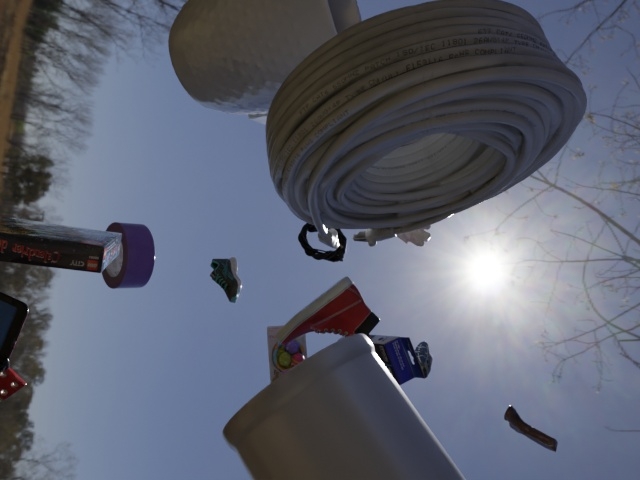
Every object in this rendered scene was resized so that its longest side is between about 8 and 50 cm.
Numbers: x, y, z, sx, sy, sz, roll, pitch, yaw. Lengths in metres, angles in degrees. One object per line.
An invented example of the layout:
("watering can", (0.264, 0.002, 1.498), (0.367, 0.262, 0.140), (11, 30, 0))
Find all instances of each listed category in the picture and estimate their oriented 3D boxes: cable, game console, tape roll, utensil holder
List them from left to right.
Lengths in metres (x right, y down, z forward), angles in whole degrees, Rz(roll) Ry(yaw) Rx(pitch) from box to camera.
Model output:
("game console", (-0.485, 0.123, 0.635), (0.144, 0.124, 0.085), (18, -64, 16))
("tape roll", (-0.555, 0.043, 1.388), (0.189, 0.080, 0.188), (-2, -93, 44))
("cable", (0.000, 0.000, 1.612), (0.185, 0.047, 0.150), (17, -48, 27))
("utensil holder", (0.062, 0.419, 0.862), (0.385, 0.328, 0.327), (53, -50, 21))
("cable", (0.082, -0.087, 0.421), (0.257, 0.257, 0.089), (-17, -110, 14))

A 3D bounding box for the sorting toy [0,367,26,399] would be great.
("sorting toy", (-0.600, 0.181, 0.752), (0.132, 0.274, 0.046), (-32, -164, 5))

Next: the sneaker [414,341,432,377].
("sneaker", (0.373, 0.421, 1.732), (0.052, 0.058, 0.135), (9, -73, 40))

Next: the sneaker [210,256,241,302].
("sneaker", (-0.263, 0.107, 1.317), (0.064, 0.076, 0.166), (-66, -150, 28))

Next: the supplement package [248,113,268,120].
("supplement package", (-0.094, -0.467, 1.317), (0.198, 0.200, 0.262), (-37, 120, -78))

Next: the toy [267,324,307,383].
("toy", (-0.095, 0.394, 1.572), (0.056, 0.137, 0.237), (-19, -108, 61))

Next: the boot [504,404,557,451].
("boot", (0.485, 0.433, 1.108), (0.037, 0.106, 0.114), (-49, -140, -14))

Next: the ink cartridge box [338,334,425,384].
("ink cartridge box", (0.210, 0.424, 1.746), (0.333, 0.065, 0.165), (-13, -79, 53))

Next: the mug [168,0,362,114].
("mug", (-0.087, -0.383, 0.964), (0.329, 0.374, 0.275), (-11, -91, 20))

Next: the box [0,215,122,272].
("box", (-0.462, 0.002, 0.790), (0.159, 0.233, 0.044), (-148, -112, -74))

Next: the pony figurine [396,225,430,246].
("pony figurine", (0.243, -0.194, 1.531), (0.302, 0.351, 0.363), (-65, 176, 21))

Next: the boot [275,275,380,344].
("boot", (0.023, 0.231, 1.231), (0.176, 0.244, 0.088), (54, -3, 2))
